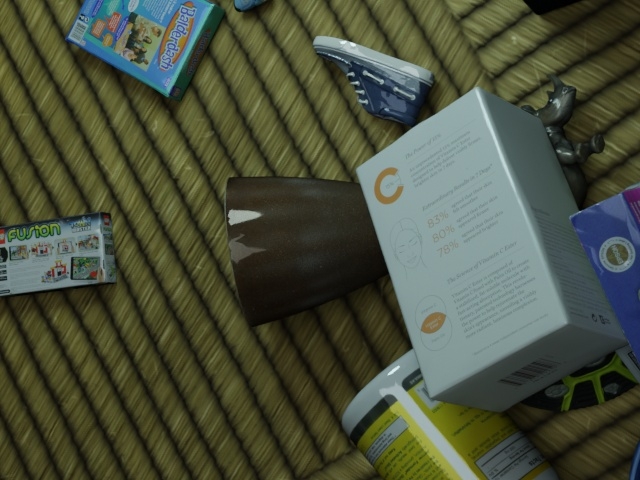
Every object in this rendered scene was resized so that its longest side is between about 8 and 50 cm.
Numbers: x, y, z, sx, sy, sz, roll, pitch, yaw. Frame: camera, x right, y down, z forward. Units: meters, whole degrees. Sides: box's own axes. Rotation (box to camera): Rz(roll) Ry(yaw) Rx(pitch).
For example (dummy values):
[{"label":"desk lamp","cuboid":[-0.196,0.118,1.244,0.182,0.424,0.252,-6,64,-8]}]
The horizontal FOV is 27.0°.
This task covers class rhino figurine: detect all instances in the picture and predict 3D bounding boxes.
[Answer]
[{"label":"rhino figurine","cuboid":[0.329,-0.111,1.817,0.106,0.073,0.243,-18,78,47]}]

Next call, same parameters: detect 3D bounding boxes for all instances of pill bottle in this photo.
[{"label":"pill bottle","cuboid":[0.197,0.312,1.783,0.188,0.188,0.334,-43,73,13]}]

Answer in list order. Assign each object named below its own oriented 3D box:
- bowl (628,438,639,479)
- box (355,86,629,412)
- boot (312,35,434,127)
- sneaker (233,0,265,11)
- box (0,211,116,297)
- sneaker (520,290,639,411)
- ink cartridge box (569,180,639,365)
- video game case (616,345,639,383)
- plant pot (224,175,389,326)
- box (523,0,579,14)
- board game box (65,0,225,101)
[{"label":"bowl","cuboid":[0.580,0.318,1.659,0.391,0.077,0.391,1,95,9]},{"label":"box","cuboid":[0.216,0.015,1.717,0.215,0.168,0.345,-33,59,30]},{"label":"boot","cuboid":[0.064,-0.231,1.929,0.190,0.069,0.086,21,91,18]},{"label":"sneaker","cuboid":[-0.143,-0.417,2.024,0.073,0.063,0.162,-35,75,18]},{"label":"box","cuboid":[-0.425,0.024,2.112,0.207,0.036,0.114,-7,84,20]},{"label":"sneaker","cuboid":[0.399,0.081,1.772,0.384,0.145,0.147,-43,38,19]},{"label":"ink cartridge box","cuboid":[0.513,0.046,1.576,0.330,0.071,0.324,-26,90,8]},{"label":"video game case","cuboid":[0.513,0.160,1.708,0.193,0.023,0.212,-35,107,15]},{"label":"plant pot","cuboid":[0.000,0.000,1.884,0.230,0.215,0.215,-8,83,5]},{"label":"box","cuboid":[0.291,-0.587,1.651,0.297,0.480,0.472,-16,81,19]},{"label":"board game box","cuboid":[-0.273,-0.334,2.073,0.210,0.047,0.160,31,97,20]}]
